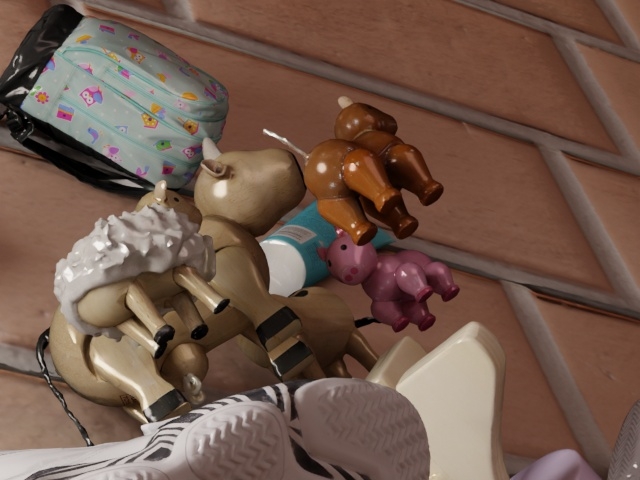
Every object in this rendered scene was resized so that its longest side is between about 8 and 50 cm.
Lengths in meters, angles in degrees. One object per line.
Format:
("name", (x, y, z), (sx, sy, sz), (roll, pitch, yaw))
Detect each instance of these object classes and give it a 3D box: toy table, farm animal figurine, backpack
("toy table", (0.066, 0.179, 1.323), (0.161, 0.252, 0.274), (48, 19, -4))
("farm animal figurine", (-0.063, 0.028, 1.439), (0.327, 0.330, 0.172), (-29, 63, -26))
("backpack", (-0.170, -0.117, 1.664), (0.182, 0.115, 0.152), (31, 26, -6))

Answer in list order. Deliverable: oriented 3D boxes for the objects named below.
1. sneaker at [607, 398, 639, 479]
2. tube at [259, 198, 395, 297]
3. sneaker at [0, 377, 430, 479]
("sneaker", (0.340, 0.261, 1.569), (0.180, 0.124, 0.321), (20, 41, -27))
("tube", (0.000, 0.000, 1.714), (0.080, 0.052, 0.207), (41, 25, 8))
("sneaker", (-0.126, 0.152, 1.136), (0.366, 0.137, 0.210), (-19, 19, -33))
